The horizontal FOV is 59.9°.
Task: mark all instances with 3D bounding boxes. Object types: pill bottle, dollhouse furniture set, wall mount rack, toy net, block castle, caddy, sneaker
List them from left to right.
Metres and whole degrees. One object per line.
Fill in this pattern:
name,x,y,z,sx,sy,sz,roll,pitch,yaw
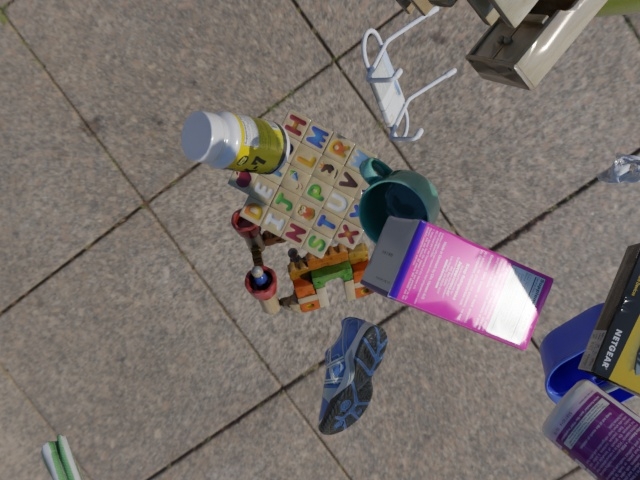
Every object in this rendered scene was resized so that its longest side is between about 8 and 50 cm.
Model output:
pill bottle,-0.174,-0.202,1.150,0.119,0.209,0.119,0,91,41
block castle,0.000,0.000,1.534,0.454,0.212,0.302,-15,55,-2
sneaker,0.044,0.228,0.938,0.080,0.081,0.211,17,98,-41
wall mount rack,0.243,-0.446,1.502,0.131,0.350,0.304,6,55,33
dollhouse furniture set,0.196,-0.314,0.617,0.242,0.212,0.161,35,97,-32
caddy,0.761,0.327,1.487,0.241,0.179,0.341,38,120,-17
pill bottle,0.650,0.456,1.189,0.301,0.169,0.169,40,98,36
toy net,0.581,-0.153,0.931,0.232,0.122,0.045,-13,120,11

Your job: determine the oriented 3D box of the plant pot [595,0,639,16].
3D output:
plant pot,0.417,-0.436,0.794,0.294,0.275,0.274,-20,95,3

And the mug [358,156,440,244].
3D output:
mug,0.142,-0.071,0.970,0.130,0.097,0.157,6,116,27

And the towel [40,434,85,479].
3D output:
towel,-0.353,0.454,0.850,0.038,0.324,0.247,-21,63,-28

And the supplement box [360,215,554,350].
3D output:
supplement box,0.188,0.057,0.772,0.220,0.111,0.113,24,89,-16

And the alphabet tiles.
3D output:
alphabet tiles,-0.034,-0.129,1.311,0.343,0.011,0.285,28,106,-1

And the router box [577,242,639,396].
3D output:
router box,0.736,0.192,1.190,0.243,0.081,0.308,24,84,6
